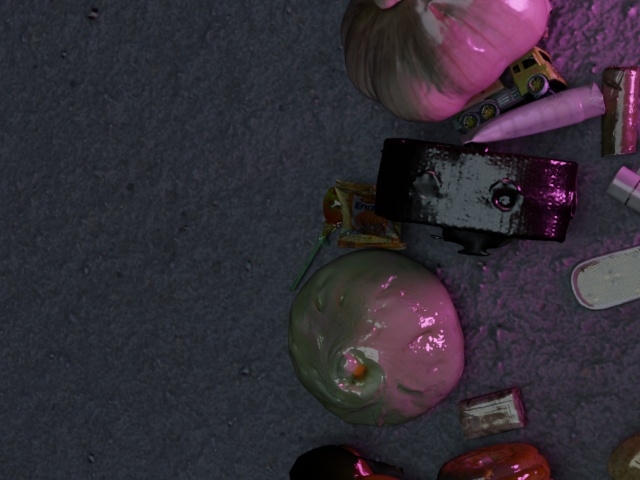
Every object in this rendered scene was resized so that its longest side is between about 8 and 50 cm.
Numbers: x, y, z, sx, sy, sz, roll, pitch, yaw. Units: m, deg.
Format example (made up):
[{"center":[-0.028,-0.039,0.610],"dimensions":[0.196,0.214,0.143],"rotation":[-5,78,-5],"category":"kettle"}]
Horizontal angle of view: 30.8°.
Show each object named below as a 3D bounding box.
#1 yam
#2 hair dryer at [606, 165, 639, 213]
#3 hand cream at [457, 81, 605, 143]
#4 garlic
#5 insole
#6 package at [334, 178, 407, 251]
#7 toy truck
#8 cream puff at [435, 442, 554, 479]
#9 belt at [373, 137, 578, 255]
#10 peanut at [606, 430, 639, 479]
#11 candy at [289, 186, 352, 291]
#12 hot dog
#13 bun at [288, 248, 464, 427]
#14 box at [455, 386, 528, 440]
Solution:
[{"center":[0.424,-0.183,1.648],"dimensions":[0.054,0.054,0.132],"rotation":[3,95,22],"category":"yam"},{"center":[0.474,-0.104,1.640],"dimensions":[0.082,0.047,0.137],"rotation":[32,97,17],"category":"hair dryer"},{"center":[0.295,-0.170,1.634],"dimensions":[0.205,0.078,0.049],"rotation":[-17,103,4],"category":"hand cream"},{"center":[0.162,-0.325,1.650],"dimensions":[0.322,0.322,0.241],"rotation":[-25,121,21],"category":"garlic"},{"center":[0.510,0.024,1.649],"dimensions":[0.322,0.007,0.109],"rotation":[-19,85,21],"category":"insole"},{"center":[0.075,-0.037,1.756],"dimensions":[0.108,0.031,0.120],"rotation":[7,53,-13],"category":"package"},{"center":[0.265,-0.222,1.699],"dimensions":[0.169,0.077,0.100],"rotation":[-29,70,26],"category":"toy truck"},{"center":[0.250,0.372,1.675],"dimensions":[0.189,0.189,0.129],"rotation":[-18,92,22],"category":"cream puff"},{"center":[0.219,-0.060,1.665],"dimensions":[0.289,0.184,0.164],"rotation":[9,95,22],"category":"belt"},{"center":[0.485,0.292,1.637],"dimensions":[0.174,0.080,0.080],"rotation":[-37,79,17],"category":"peanut"},{"center":[0.000,0.000,1.834],"dimensions":[0.060,0.060,0.201],"rotation":[37,112,16],"category":"candy"},{"center":[0.116,0.427,1.771],"dimensions":[0.194,0.107,0.326],"rotation":[-44,71,30],"category":"hot dog"},{"center":[0.066,0.150,1.740],"dimensions":[0.283,0.179,0.283],"rotation":[0,91,24],"category":"bun"},{"center":[0.256,0.260,1.741],"dimensions":[0.098,0.045,0.062],"rotation":[-16,86,21],"category":"box"}]
